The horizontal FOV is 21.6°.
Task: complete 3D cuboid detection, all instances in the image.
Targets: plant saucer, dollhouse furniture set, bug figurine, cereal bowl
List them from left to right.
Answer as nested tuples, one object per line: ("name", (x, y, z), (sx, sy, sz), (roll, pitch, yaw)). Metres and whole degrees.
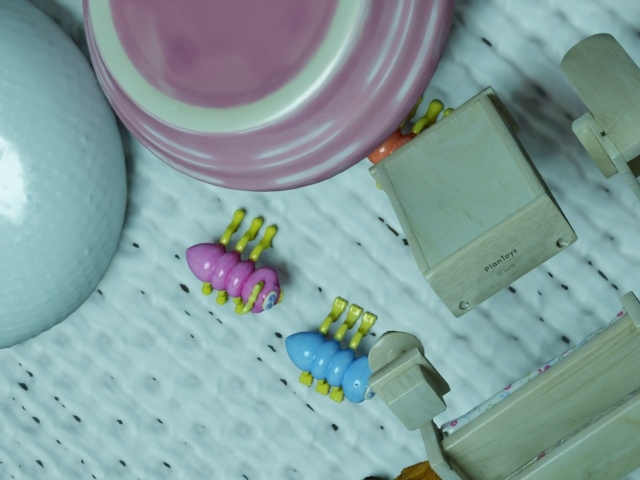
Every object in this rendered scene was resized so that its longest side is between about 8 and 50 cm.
("cereal bowl", (-0.343, -0.053, 1.441), (0.339, 0.141, 0.339), (8, 108, 25))
("plant saucer", (-0.058, -0.205, 1.325), (0.332, 0.084, 0.332), (0, 90, 25))
("bug figurine", (0.000, 0.000, 1.393), (0.216, 0.072, 0.279), (24, 108, 13))
("dollhouse furniture set", (0.208, 0.060, 1.302), (0.303, 0.174, 0.355), (-34, 122, 10))

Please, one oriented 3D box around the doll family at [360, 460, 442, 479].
("doll family", (0.101, 0.276, 1.376), (0.263, 0.163, 0.118), (35, 153, 8))
